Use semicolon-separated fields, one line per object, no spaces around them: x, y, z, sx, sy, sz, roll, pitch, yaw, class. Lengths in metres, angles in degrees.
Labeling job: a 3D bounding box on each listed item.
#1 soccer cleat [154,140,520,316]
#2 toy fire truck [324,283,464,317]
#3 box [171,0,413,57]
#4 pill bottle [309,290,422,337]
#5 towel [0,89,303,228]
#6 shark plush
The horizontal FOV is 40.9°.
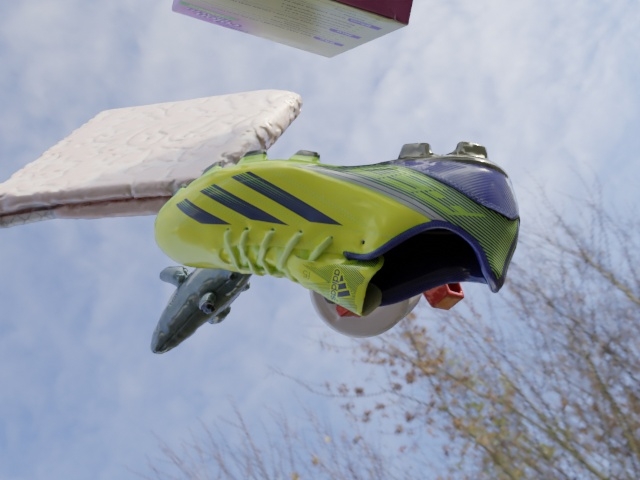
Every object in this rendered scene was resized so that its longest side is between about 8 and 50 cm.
0.000;-0.001;0.636;0.093;0.289;0.121;58;-147;-55;soccer cleat
0.058;0.016;0.953;0.135;0.192;0.047;-38;-25;21;toy fire truck
-0.033;-0.304;0.961;0.214;0.243;0.117;12;-91;-19;box
0.077;0.056;1.222;0.136;0.136;0.246;-66;-12;7;pill bottle
-0.212;-0.110;1.101;0.332;0.317;0.053;-62;-36;-58;towel
-0.088;0.050;0.762;0.073;0.161;0.067;55;-147;-20;shark plush
